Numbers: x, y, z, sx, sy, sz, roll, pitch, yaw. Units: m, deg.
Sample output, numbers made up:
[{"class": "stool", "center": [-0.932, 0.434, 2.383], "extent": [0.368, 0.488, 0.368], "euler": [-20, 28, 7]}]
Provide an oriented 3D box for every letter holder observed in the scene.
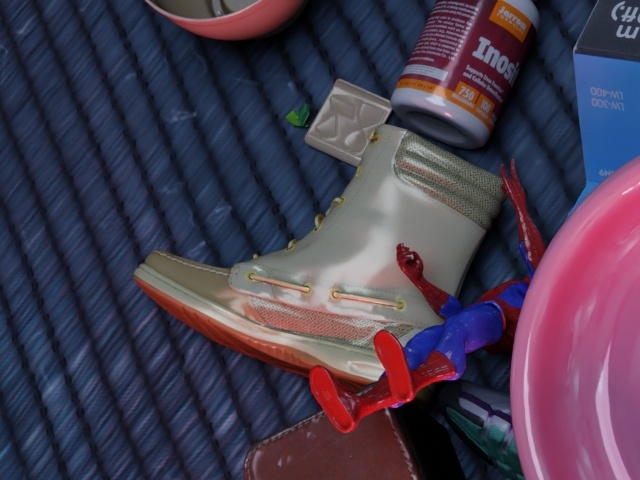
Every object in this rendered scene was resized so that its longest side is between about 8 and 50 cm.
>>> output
[{"class": "letter holder", "center": [0.027, 0.290, 1.222], "extent": [0.214, 0.152, 0.302], "euler": [-27, 64, 11]}]

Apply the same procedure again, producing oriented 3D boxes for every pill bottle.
[{"class": "pill bottle", "center": [0.123, -0.157, 1.389], "extent": [0.086, 0.086, 0.152], "euler": [20, 79, 25]}]

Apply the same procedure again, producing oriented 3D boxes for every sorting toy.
[{"class": "sorting toy", "center": [0.013, -0.102, 1.449], "extent": [0.083, 0.012, 0.062], "euler": [26, 86, 23]}]

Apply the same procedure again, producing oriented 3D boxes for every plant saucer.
[{"class": "plant saucer", "center": [0.279, 0.094, 1.116], "extent": [0.332, 0.084, 0.332], "euler": [-7, 79, 39]}]

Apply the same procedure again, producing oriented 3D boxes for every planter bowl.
[{"class": "planter bowl", "center": [-0.069, -0.235, 1.474], "extent": [0.162, 0.109, 0.162], "euler": [-7, 68, 17]}]

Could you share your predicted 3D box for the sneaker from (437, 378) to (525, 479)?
[{"class": "sneaker", "center": [0.198, 0.145, 1.264], "extent": [0.224, 0.083, 0.098], "euler": [30, 70, 17]}]

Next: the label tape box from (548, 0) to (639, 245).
[{"class": "label tape box", "center": [0.325, -0.135, 1.237], "extent": [0.249, 0.115, 0.347], "euler": [13, 61, 34]}]

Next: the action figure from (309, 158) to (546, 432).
[{"class": "action figure", "center": [0.088, 0.032, 1.230], "extent": [0.091, 0.280, 0.139], "euler": [-28, 81, 34]}]

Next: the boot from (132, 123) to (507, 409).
[{"class": "boot", "center": [0.000, 0.000, 1.368], "extent": [0.262, 0.095, 0.203], "euler": [18, 78, 22]}]
